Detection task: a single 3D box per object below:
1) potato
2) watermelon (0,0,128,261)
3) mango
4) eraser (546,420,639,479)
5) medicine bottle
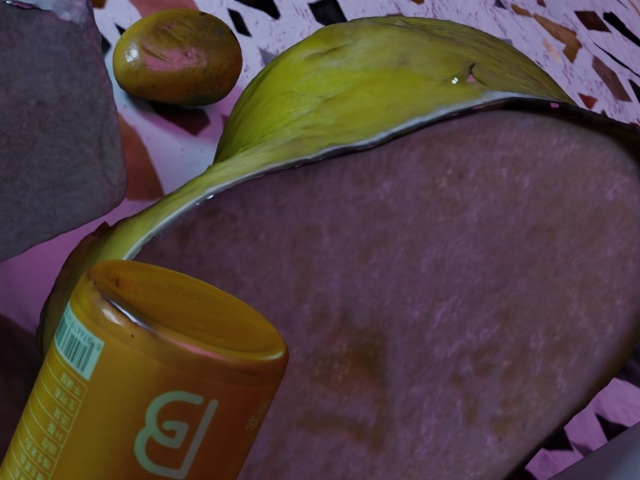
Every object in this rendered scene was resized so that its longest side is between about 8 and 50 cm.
[{"bbox_3d":[0.000,0.000,0.740,0.397,0.289,0.296,-24,35,-15],"label":"potato"},{"bbox_3d":[-0.204,-0.096,0.560,0.258,0.228,0.387,37,41,2],"label":"watermelon"},{"bbox_3d":[-0.105,-0.133,0.855,0.114,0.057,0.079,-28,81,-45],"label":"mango"},{"bbox_3d":[0.234,0.302,0.703,0.331,0.150,0.331,25,42,-25],"label":"eraser"},{"bbox_3d":[-0.092,0.112,0.500,0.096,0.191,0.096,24,10,-5],"label":"medicine bottle"}]
